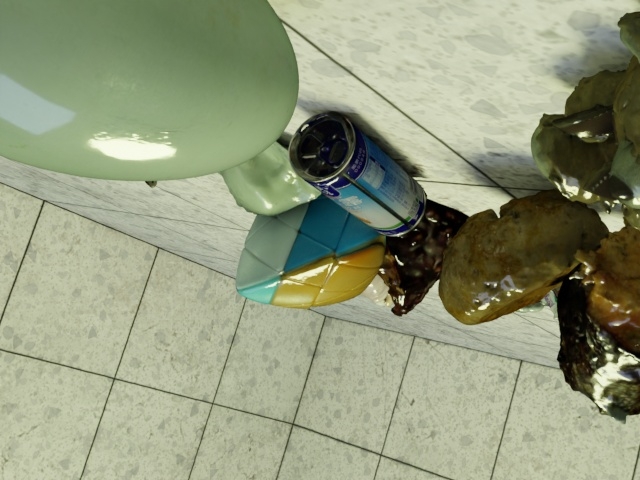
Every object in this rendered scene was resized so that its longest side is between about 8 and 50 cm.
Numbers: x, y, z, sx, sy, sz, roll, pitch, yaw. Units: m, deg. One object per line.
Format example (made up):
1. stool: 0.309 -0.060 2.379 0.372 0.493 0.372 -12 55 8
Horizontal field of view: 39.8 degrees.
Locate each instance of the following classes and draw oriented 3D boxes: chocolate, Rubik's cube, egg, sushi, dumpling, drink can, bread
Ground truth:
1. chocolate: 0.129 0.031 1.456 0.206 0.177 0.224 15 169 15
2. Rubik's cube: 0.000 0.000 1.425 0.254 0.254 0.254 17 171 3
3. egg: -0.179 -0.163 0.705 0.371 0.230 0.230 18 172 -33
4. sushi: 0.431 0.092 0.943 0.348 0.234 0.207 -5 152 -5
5. dumpling: -0.097 -0.097 1.317 0.219 0.108 0.152 6 166 42
6. drink can: 0.056 -0.082 1.172 0.097 0.097 0.235 11 170 32
7. bread: 0.255 0.017 1.134 0.230 0.123 0.230 -24 163 -8

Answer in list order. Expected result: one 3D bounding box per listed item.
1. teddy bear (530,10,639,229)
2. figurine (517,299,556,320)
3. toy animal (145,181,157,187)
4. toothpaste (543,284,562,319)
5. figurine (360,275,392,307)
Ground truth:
1. teddy bear: 0.290 -0.065 0.676 0.267 0.156 0.256 45 -175 20
2. figurine: 0.306 0.048 1.369 0.193 0.140 0.265 -7 154 7
3. toy animal: -0.303 -0.142 1.413 0.098 0.098 0.137 24 -157 -35
4. toothpaste: 0.384 0.045 1.128 0.196 0.040 0.047 -23 164 -7
5. figurine: 0.120 0.079 1.948 0.112 0.137 0.229 -27 150 29
